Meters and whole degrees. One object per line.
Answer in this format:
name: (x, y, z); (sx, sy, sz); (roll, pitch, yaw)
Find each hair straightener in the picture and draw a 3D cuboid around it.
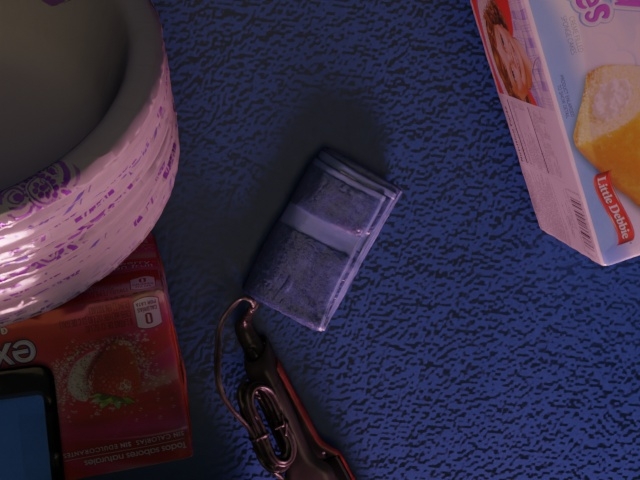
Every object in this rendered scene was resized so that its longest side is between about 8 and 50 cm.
hair straightener: (-0.016, 0.146, 1.201); (0.047, 0.089, 0.230); (-17, 103, 20)

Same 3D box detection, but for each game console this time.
game console: (-0.213, 0.147, 1.059); (0.071, 0.107, 0.122); (3, 109, 20)

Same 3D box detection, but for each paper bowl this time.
paper bowl: (-0.228, -0.057, 1.063); (0.284, 0.284, 0.148); (-11, 139, -5)

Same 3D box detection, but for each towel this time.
towel: (0.000, 0.000, 1.209); (0.067, 0.029, 0.119); (29, 96, -10)

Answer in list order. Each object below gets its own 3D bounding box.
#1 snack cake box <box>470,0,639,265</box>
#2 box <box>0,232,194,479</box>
snack cake box: (0.166, -0.129, 1.145); (0.089, 0.152, 0.264); (-19, 102, -4)
box: (-0.219, 0.088, 1.142); (0.257, 0.128, 0.122); (-10, 109, -6)
